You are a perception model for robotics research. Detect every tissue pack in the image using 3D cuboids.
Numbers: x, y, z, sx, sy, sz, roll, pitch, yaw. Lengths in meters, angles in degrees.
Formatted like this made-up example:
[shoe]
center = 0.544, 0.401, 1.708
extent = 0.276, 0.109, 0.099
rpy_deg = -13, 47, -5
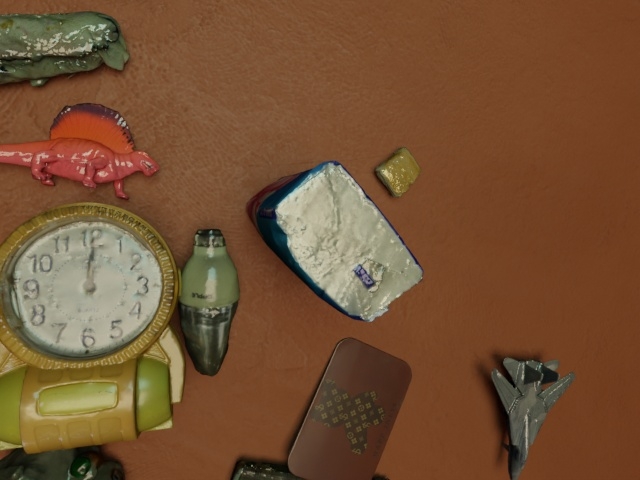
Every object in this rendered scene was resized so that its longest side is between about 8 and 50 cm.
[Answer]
[tissue pack]
center = 0.000, 0.000, 0.642
extent = 0.137, 0.270, 0.209
rpy_deg = -44, 106, -10

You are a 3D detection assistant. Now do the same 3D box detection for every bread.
[bread]
center = 0.147, -0.130, 0.798
extent = 0.083, 0.035, 0.070
rpy_deg = -47, 106, -15

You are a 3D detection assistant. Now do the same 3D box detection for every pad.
[pad]
center = 0.062, 0.333, 0.810
extent = 0.181, 0.004, 0.266
rpy_deg = 28, 79, -16

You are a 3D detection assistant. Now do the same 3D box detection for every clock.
[clock]
center = -0.321, 0.110, 0.604
extent = 0.245, 0.200, 0.316
rpy_deg = -1, 87, -20

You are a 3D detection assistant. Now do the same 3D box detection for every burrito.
[burrito]
center = -0.435, -0.266, 0.593
extent = 0.310, 0.066, 0.095
rpy_deg = -13, 94, -16

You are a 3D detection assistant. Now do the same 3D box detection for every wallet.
[wallet]
center = -0.027, 0.512, 0.800
extent = 0.317, 0.044, 0.168
rpy_deg = 17, 86, -19

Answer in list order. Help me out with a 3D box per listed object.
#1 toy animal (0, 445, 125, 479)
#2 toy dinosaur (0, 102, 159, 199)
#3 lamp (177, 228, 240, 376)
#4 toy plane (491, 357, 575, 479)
[toy animal]
center = -0.374, 0.380, 0.664
extent = 0.138, 0.108, 0.236
rpy_deg = -21, 124, 22
[toy dinosaur]
center = -0.385, -0.149, 0.628
extent = 0.287, 0.070, 0.138
rpy_deg = 8, 82, -14
[lamp]
center = -0.179, 0.103, 0.686
extent = 0.101, 0.101, 0.249
rpy_deg = 0, 98, -17
[toy plane]
center = 0.425, 0.379, 0.908
extent = 0.213, 0.088, 0.266
rpy_deg = 7, 101, -16
